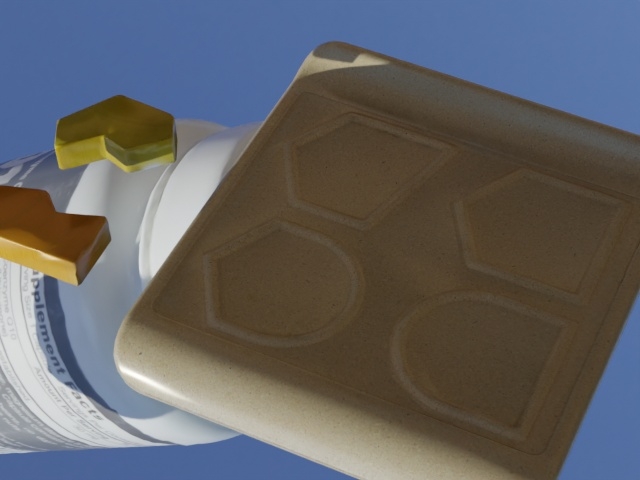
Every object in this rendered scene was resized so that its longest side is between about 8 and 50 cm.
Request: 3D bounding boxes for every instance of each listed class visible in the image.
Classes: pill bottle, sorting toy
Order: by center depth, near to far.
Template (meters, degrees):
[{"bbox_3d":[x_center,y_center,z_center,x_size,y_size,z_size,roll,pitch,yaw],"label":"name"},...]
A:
[{"bbox_3d":[0.000,0.000,0.802,0.307,0.041,0.229,19,-126,16],"label":"sorting toy"},{"bbox_3d":[-0.128,0.033,1.066,0.204,0.361,0.204,10,-104,-45],"label":"pill bottle"}]
